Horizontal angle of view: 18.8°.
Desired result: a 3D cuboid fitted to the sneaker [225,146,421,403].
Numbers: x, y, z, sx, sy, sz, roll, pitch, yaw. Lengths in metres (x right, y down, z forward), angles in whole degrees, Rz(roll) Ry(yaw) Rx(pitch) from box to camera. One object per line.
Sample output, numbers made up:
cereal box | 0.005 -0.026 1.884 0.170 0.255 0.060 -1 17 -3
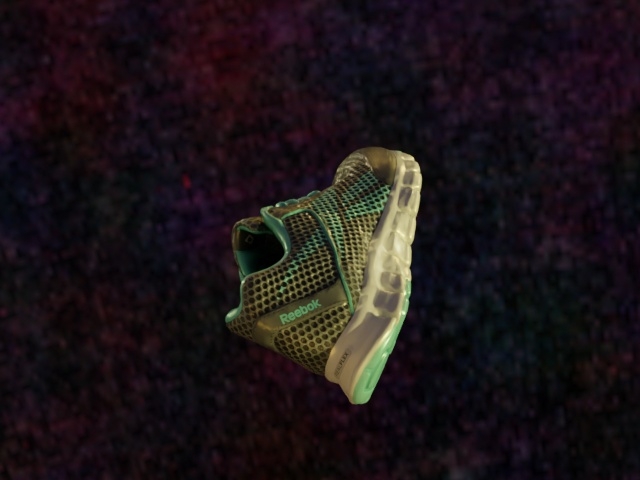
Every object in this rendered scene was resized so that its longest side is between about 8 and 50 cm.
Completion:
sneaker | 0.000 0.000 0.836 0.076 0.065 0.166 20 28 -5
